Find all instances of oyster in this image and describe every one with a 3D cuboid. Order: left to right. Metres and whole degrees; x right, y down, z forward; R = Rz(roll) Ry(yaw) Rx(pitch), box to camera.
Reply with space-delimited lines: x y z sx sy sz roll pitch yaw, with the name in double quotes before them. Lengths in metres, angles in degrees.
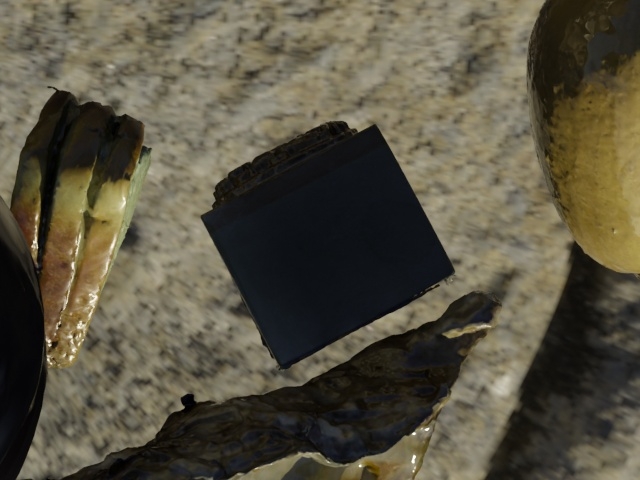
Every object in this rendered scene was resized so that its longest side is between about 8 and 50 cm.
"oyster" -0.051 0.170 1.146 0.396 0.111 0.204 -21 140 -23

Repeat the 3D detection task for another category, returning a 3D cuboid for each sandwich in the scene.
"sandwich" -0.215 -0.052 1.604 0.100 0.288 0.254 15 127 -3

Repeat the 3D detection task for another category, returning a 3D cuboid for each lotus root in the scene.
"lotus root" 0.214 -0.092 1.225 0.131 0.146 0.303 -28 129 -24

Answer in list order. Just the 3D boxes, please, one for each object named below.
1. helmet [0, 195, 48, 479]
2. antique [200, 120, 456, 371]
"helmet" -0.238 0.038 0.714 0.225 0.305 0.177 -60 143 -21
"antique" 0.000 0.000 1.250 0.147 0.152 0.148 -29 89 -3
